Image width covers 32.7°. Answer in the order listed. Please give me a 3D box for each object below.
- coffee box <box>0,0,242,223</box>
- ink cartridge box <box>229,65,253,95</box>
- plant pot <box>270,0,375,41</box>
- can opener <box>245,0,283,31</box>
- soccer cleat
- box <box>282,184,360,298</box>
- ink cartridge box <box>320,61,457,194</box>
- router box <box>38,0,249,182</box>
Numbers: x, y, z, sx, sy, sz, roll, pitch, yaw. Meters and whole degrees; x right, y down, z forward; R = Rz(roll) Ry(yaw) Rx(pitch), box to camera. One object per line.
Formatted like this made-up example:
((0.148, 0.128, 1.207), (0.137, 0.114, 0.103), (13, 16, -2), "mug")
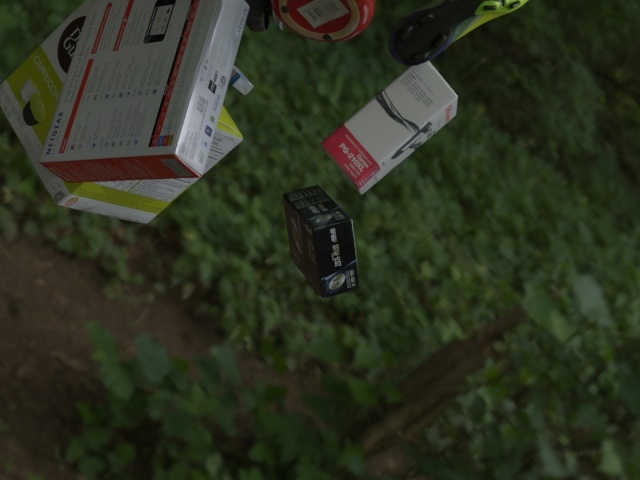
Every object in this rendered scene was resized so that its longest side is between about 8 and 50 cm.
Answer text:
((-0.445, -0.282, 2.440), (0.338, 0.334, 0.338), (57, 17, 20), "coffee box")
((-0.179, -0.342, 2.260), (0.048, 0.028, 0.083), (34, 14, -51), "ink cartridge box")
((0.012, -0.428, 1.733), (0.191, 0.174, 0.191), (10, -34, 7), "plant pot")
((-0.096, -0.502, 1.974), (0.076, 0.095, 0.283), (68, 18, -61), "can opener")
((0.238, -0.392, 1.835), (0.093, 0.289, 0.121), (58, -1, -13), "soccer cleat")
((0.000, 0.000, 2.040), (0.180, 0.077, 0.147), (-131, -150, -58), "box")
((0.127, -0.202, 1.950), (0.100, 0.237, 0.172), (50, 2, 7), "ink cartridge box")
((-0.299, -0.268, 1.856), (0.301, 0.335, 0.082), (0, -24, 32), "router box")
